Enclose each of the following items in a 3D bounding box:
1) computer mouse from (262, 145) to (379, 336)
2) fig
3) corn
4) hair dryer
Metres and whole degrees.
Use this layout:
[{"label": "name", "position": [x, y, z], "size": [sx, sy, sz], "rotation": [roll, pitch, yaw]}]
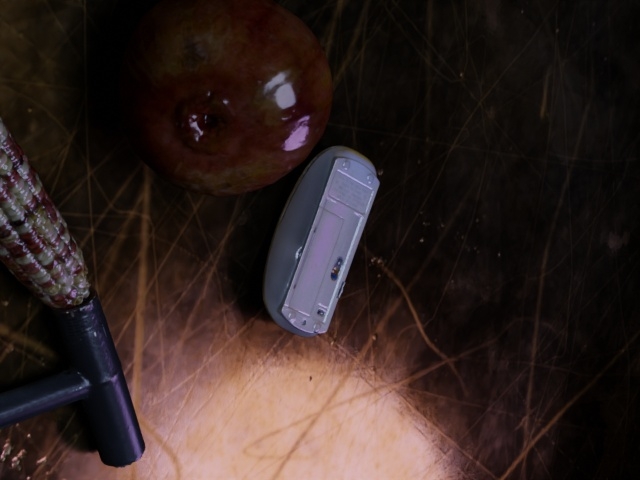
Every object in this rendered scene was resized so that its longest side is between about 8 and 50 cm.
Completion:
[{"label": "computer mouse", "position": [-0.001, 0.000, 1.589], "size": [0.102, 0.045, 0.199], "rotation": [26, 80, -46]}, {"label": "fig", "position": [-0.083, -0.144, 1.392], "size": [0.205, 0.205, 0.205], "rotation": [-12, 107, -43]}, {"label": "corn", "position": [-0.266, -0.036, 1.300], "size": [0.079, 0.079, 0.237], "rotation": [-50, 133, -26]}, {"label": "hair dryer", "position": [-0.255, 0.159, 1.375], "size": [0.195, 0.050, 0.173], "rotation": [-32, 119, -31]}]
